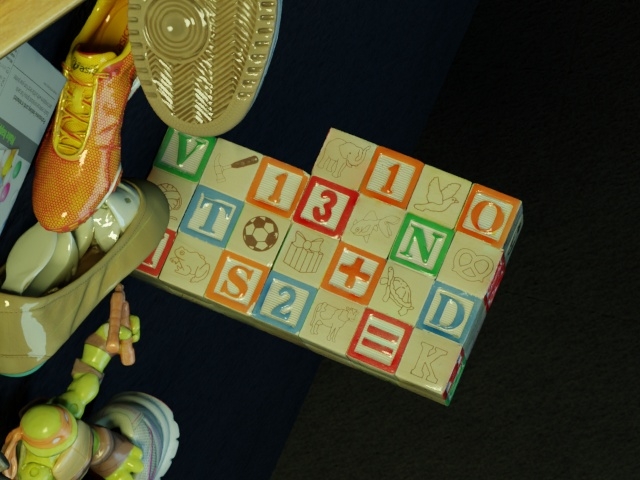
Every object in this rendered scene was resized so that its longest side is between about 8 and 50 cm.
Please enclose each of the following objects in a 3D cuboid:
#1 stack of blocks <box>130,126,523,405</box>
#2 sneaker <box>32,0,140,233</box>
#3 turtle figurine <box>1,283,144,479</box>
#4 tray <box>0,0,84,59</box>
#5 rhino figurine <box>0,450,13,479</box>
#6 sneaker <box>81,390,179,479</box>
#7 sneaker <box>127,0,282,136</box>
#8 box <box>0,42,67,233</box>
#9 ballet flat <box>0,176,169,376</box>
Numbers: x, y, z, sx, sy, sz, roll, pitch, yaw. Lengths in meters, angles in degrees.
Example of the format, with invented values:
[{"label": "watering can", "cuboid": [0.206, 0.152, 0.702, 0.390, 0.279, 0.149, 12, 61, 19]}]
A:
[{"label": "stack of blocks", "cuboid": [0.000, 0.000, 1.559, 0.087, 0.297, 0.171, 60, 52, -76]}, {"label": "sneaker", "cuboid": [-0.155, -0.090, 1.232, 0.067, 0.064, 0.175, 39, 65, -65]}, {"label": "turtle figurine", "cuboid": [-0.203, 0.177, 1.444, 0.217, 0.087, 0.270, 84, 21, -67]}, {"label": "tray", "cuboid": [-0.091, -0.165, 0.760, 0.411, 0.076, 0.203, -43, -178, -33]}, {"label": "rhino figurine", "cuboid": [-0.235, 0.128, 1.045, 0.106, 0.073, 0.243, -33, 154, -3]}, {"label": "sneaker", "cuboid": [-0.206, 0.243, 1.604, 0.111, 0.103, 0.252, 53, 53, -75]}, {"label": "sneaker", "cuboid": [-0.055, -0.217, 1.225, 0.153, 0.099, 0.282, -50, 144, -67]}, {"label": "box", "cuboid": [-0.212, -0.029, 1.062, 0.145, 0.038, 0.186, 52, 61, -79]}, {"label": "ballet flat", "cuboid": [-0.167, 0.003, 1.300, 0.232, 0.080, 0.073, -60, 153, -50]}]
